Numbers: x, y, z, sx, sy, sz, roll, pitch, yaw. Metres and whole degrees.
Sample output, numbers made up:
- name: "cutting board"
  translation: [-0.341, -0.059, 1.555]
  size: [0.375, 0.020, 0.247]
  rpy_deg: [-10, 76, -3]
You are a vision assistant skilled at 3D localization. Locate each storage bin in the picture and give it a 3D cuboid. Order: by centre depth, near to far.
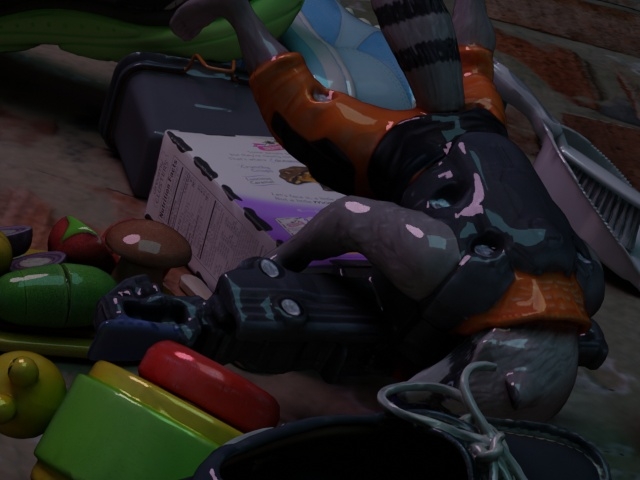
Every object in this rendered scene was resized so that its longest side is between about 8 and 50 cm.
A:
- name: "storage bin"
  translation: [-0.082, -0.076, 1.288]
  size: [0.135, 0.098, 0.091]
  rpy_deg: [8, 34, -21]

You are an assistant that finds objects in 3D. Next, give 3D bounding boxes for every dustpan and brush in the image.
- name: "dustpan and brush"
  translation: [0.193, -0.062, 1.388]
  size: [0.211, 0.060, 0.147]
  rpy_deg: [37, 23, 0]

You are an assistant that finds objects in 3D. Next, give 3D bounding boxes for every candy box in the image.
- name: "candy box"
  translation: [0.000, 0.000, 1.179]
  size: [0.165, 0.070, 0.196]
  rpy_deg: [1, 27, -33]

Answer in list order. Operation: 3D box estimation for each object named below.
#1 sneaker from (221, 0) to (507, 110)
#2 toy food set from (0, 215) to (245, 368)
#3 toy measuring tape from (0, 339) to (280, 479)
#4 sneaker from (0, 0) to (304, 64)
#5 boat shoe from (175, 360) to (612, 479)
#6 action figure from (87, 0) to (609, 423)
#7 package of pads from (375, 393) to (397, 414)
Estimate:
- name: "sneaker"
  translation: [0.036, -0.141, 1.481]
  size: [0.208, 0.127, 0.319]
  rpy_deg: [5, 34, -21]
- name: "toy food set"
  translation: [-0.139, 0.011, 1.051]
  size: [0.218, 0.071, 0.128]
  rpy_deg: [6, 24, -25]
- name: "toy measuring tape"
  translation: [-0.016, 0.133, 0.787]
  size: [0.330, 0.121, 0.121]
  rpy_deg: [27, 24, 13]
- name: "sneaker"
  translation: [-0.250, -0.245, 1.352]
  size: [0.483, 0.202, 0.185]
  rpy_deg: [0, 23, 3]
- name: "boat shoe"
  translation: [0.038, 0.105, 0.730]
  size: [0.255, 0.079, 0.095]
  rpy_deg: [2, 46, -38]
- name: "action figure"
  translation: [0.032, -0.027, 0.992]
  size: [0.341, 0.178, 0.330]
  rpy_deg: [-4, 57, -36]
- name: "package of pads"
  translation: [0.071, 0.116, 1.000]
  size: [0.050, 0.032, 0.083]
  rpy_deg: [-3, 29, -35]
